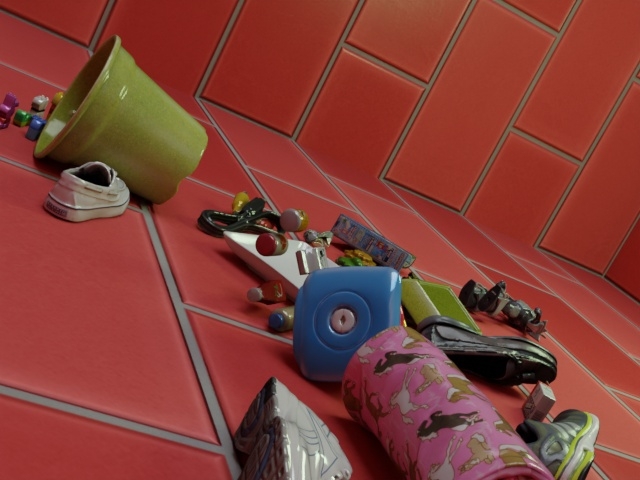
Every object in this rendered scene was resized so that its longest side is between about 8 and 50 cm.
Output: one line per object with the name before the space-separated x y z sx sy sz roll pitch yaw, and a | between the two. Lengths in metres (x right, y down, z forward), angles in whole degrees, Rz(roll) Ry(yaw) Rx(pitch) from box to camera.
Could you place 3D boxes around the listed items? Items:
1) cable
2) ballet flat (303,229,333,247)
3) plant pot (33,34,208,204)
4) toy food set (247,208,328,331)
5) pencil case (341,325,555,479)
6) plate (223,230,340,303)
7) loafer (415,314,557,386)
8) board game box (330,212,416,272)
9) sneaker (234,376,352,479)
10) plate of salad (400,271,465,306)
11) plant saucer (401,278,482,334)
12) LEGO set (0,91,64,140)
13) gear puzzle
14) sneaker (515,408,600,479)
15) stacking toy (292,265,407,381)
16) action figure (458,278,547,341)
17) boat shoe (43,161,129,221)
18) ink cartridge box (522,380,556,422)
cable | -0.165 -0.030 1.993 0.139 0.072 0.287 45 27 3
ballet flat | 0.000 0.000 2.206 0.041 0.041 0.114 34 15 29
plant pot | -0.367 -0.209 1.830 0.254 0.276 0.276 34 9 -24
toy food set | -0.055 0.065 1.556 0.111 0.232 0.104 -12 -4 24
pencil case | 0.150 0.254 1.189 0.160 0.167 0.386 45 4 -27
plate | -0.022 0.076 1.824 0.278 0.045 0.277 35 14 31
loafer | 0.323 0.236 1.827 0.302 0.109 0.095 19 37 -14
board game box | 0.149 0.023 2.317 0.194 0.060 0.194 33 4 31
sneaker | -0.020 0.246 1.027 0.129 0.111 0.297 31 13 -9
plate of salad | 0.266 0.129 2.189 0.199 0.048 0.200 28 12 -7
plant saucer | 0.254 0.150 1.969 0.188 0.045 0.188 13 37 -50
LEGO set | -0.572 -0.267 1.937 0.087 0.093 0.227 27 12 -2
gear puzzle | 0.122 0.081 2.098 0.175 0.044 0.339 24 13 -14
sneaker | 0.372 0.324 1.524 0.121 0.111 0.300 26 10 13
stacking toy | 0.084 0.158 1.526 0.165 0.175 0.302 -4 -17 20
action figure | 0.473 0.167 2.375 0.285 0.099 0.185 19 10 -45
boat shoe | -0.387 -0.093 1.648 0.095 0.084 0.258 27 13 1
ink cartridge box | 0.406 0.299 1.776 0.029 0.063 0.115 29 12 -1
